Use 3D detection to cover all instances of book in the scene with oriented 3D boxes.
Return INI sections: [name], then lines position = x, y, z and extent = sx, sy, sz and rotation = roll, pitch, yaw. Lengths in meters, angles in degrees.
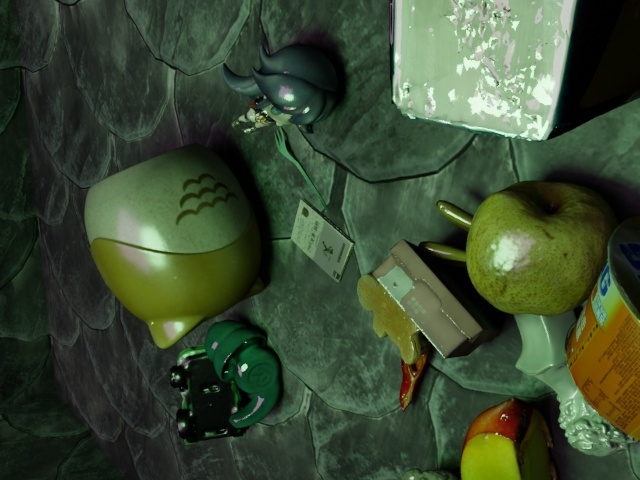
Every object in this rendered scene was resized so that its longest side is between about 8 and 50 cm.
[book]
position = 0.000, 0.000, 1.601
extent = 0.181, 0.014, 0.127
rotation = 42, 134, 28

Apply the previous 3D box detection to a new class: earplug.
[earplug]
position = -0.223, 0.353, 1.907
extent = 0.280, 0.163, 0.257
rotation = 47, 143, 22

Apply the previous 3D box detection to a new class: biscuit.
[biscuit]
position = 0.148, 0.146, 1.448
extent = 0.234, 0.030, 0.153
rotation = 41, 129, 52

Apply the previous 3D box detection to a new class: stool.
[stool]
position = 0.255, 0.000, 1.225
extent = 0.110, 0.134, 0.135
rotation = 24, 134, 32

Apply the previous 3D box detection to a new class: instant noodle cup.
[instant noodle cup]
position = 0.481, 0.130, 0.924
extent = 0.296, 0.296, 0.214
rotation = 45, 143, 26

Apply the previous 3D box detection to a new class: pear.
[pear]
position = 0.347, 0.020, 1.077
extent = 0.228, 0.188, 0.211
rotation = 8, 126, 15

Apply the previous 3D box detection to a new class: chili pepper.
[chili pepper]
position = 0.204, 0.264, 1.469
extent = 0.059, 0.050, 0.268
rotation = 13, 123, 15

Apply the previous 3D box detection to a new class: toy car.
[toy car]
position = -0.330, 0.474, 2.058
extent = 0.176, 0.213, 0.359
rotation = -123, 27, -73

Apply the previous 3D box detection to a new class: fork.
[fork]
position = -0.048, -0.164, 1.575
extent = 0.235, 0.021, 0.039
rotation = 58, 143, 12

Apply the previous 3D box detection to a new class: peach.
[peach]
position = 0.346, 0.403, 1.281
extent = 0.153, 0.158, 0.268
rotation = -3, 107, 38

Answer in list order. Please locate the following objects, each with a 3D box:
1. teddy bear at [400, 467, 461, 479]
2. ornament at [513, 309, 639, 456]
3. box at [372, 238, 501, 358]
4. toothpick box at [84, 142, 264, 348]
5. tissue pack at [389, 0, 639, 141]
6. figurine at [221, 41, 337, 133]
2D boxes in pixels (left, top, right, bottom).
[teddy bear]
position = 0.259, 0.609, 1.481
extent = 0.236, 0.151, 0.267
rotation = 20, 122, 40
[ornament]
position = 0.418, 0.231, 1.154
extent = 0.285, 0.120, 0.130
rotation = 58, 159, 14
[box]
position = 0.215, 0.112, 1.249
extent = 0.086, 0.215, 0.215
rotation = -45, 69, 11
[toothpick box]
position = -0.355, 0.008, 1.701
extent = 0.408, 0.409, 0.426
rotation = -14, 102, 50
[tissue pack]
position = 0.289, -0.296, 0.820
extent = 0.253, 0.416, 0.264
rotation = 21, 122, 41
[figurine]
position = -0.082, -0.313, 1.433
extent = 0.265, 0.175, 0.197
rotation = 11, 111, 37
